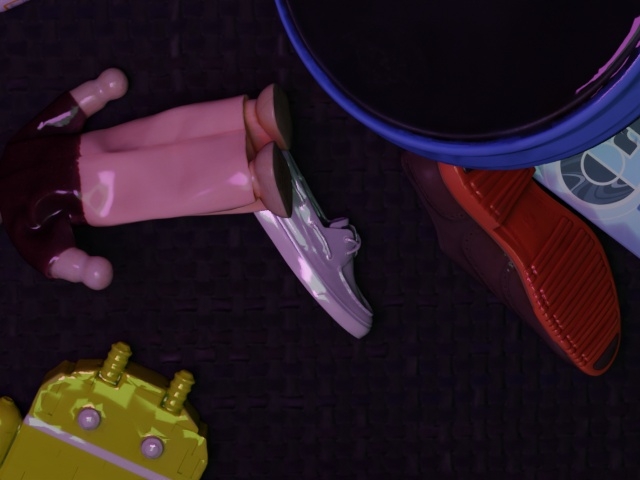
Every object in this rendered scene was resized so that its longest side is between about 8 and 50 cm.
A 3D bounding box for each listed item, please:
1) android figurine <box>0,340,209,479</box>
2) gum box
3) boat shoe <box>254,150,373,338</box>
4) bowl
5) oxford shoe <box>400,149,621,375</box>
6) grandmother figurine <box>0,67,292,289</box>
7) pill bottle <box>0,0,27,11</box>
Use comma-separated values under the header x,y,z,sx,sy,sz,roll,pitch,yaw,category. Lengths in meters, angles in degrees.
x,y,z,sx,sy,sz,roll,pitch,yaw,category
-0.205,0.221,1.743,0.248,0.056,0.273,27,103,-7,android figurine
0.263,-0.096,1.681,0.184,0.041,0.157,36,101,-9,gum box
0.000,0.000,1.694,0.063,0.066,0.184,-35,92,8,boat shoe
0.129,-0.252,1.532,0.391,0.077,0.391,1,93,27,bowl
0.171,0.008,1.690,0.097,0.098,0.271,-46,111,-32,oxford shoe
-0.197,-0.047,1.640,0.342,0.207,0.104,-6,140,11,grandmother figurine
-0.263,-0.223,1.642,0.083,0.043,0.043,-23,102,4,pill bottle
